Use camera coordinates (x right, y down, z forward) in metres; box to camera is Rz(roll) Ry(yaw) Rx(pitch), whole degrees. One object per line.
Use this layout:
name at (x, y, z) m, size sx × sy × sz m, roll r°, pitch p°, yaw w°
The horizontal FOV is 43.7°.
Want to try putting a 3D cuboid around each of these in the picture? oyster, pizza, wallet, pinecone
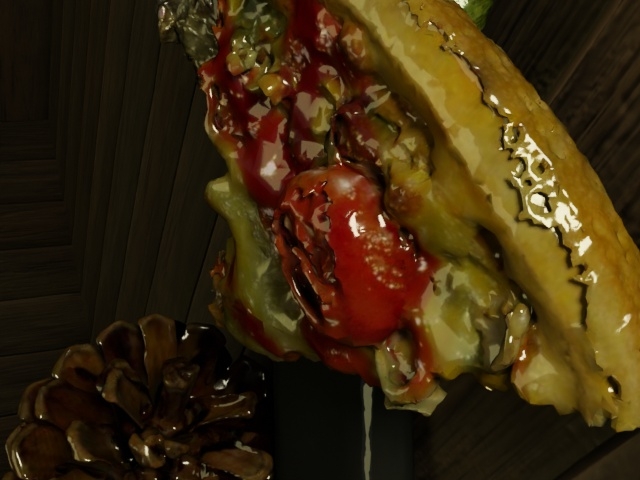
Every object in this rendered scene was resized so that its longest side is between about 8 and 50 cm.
oyster at (-0.180, -0.383, 1.081) m, size 0.221 × 0.096 × 0.361 m, roll -162°, pitch 70°, yaw -71°
pizza at (0.000, 0.000, 0.582) m, size 0.440 × 0.130 × 0.406 m, roll 57°, pitch 141°, yaw 18°
wallet at (0.018, 0.212, 0.779) m, size 0.228 × 0.062 × 0.406 m, roll 6°, pitch 97°, yaw 63°
pinecone at (-0.184, 0.249, 0.956) m, size 0.384 × 0.384 × 0.384 m, roll 174°, pitch 90°, yaw -66°

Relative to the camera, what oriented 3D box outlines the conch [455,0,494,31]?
conch at (0.091, -0.157, 0.576) m, size 0.089 × 0.074 × 0.121 m, roll -75°, pitch -27°, yaw -65°
